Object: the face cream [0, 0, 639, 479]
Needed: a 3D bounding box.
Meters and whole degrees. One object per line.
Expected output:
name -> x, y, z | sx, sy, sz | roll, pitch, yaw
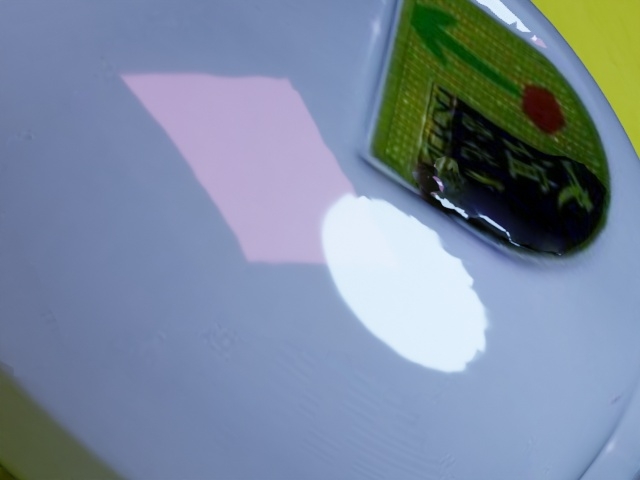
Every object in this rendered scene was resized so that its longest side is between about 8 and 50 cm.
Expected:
face cream -> 0.000, 0.000, 0.574 | 0.357, 0.219, 0.312 | 34, 45, -23
